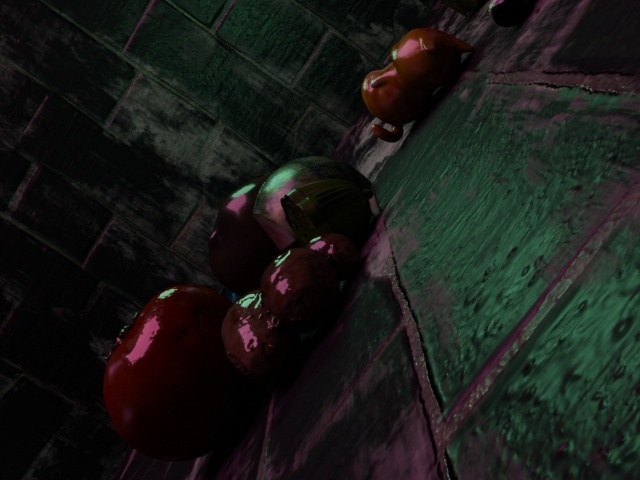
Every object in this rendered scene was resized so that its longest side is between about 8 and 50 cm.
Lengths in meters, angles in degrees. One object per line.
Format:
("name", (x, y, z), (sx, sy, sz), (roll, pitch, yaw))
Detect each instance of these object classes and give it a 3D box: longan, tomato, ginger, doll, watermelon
("longan", (-0.152, -0.005, 2.097), (0.350, 0.288, 0.288), (-63, 5, 10))
("tomato", (-0.267, 0.258, 1.515), (0.293, 0.289, 0.325), (-52, 6, 16))
("ginger", (-0.054, 0.116, 1.374), (0.304, 0.155, 0.244), (-45, 2, 17))
("doll", (0.208, -0.376, 1.780), (0.166, 0.162, 0.270), (-22, -23, -37))
("watermelon", (-0.005, -0.112, 1.883), (0.305, 0.224, 0.180), (-36, -38, -25))

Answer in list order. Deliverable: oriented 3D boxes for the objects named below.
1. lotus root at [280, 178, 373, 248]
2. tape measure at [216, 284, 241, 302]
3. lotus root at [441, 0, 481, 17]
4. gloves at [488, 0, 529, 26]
("lotus root", (0.037, -0.055, 1.542), (0.186, 0.186, 0.186), (-55, 7, 9))
("tape measure", (-0.298, 0.232, 2.539), (0.259, 0.138, 0.262), (-50, 9, 32))
("lotus root", (0.477, -0.785, 2.097), (0.375, 0.111, 0.390), (-47, 9, 28))
("gloves", (0.363, -0.496, 1.462), (0.119, 0.097, 0.229), (73, -144, -48))
